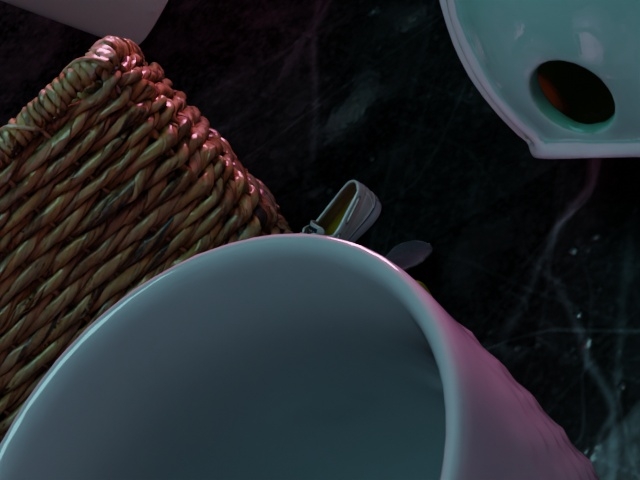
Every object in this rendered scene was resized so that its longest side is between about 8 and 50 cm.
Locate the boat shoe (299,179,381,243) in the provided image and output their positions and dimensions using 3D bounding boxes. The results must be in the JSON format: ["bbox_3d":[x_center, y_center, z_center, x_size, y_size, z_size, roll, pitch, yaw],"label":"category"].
[{"bbox_3d":[0.000,0.000,1.382,0.100,0.035,0.035,-48,42,-3],"label":"boat shoe"}]

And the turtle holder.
[{"bbox_3d":[0.226,-0.164,1.208,0.320,0.243,0.227,0,92,14],"label":"turtle holder"}]

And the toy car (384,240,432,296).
[{"bbox_3d":[0.015,0.062,1.278,0.155,0.149,0.188,-13,27,15],"label":"toy car"}]

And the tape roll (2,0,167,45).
[{"bbox_3d":[-0.185,-0.293,1.577,0.246,0.169,0.246,-161,90,-75],"label":"tape roll"}]

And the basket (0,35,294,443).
[{"bbox_3d":[-0.211,-0.010,1.402,0.299,0.223,0.213,-43,33,4],"label":"basket"}]

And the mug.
[{"bbox_3d":[-0.010,0.220,1.004,0.374,0.328,0.276,-30,44,17],"label":"mug"}]
